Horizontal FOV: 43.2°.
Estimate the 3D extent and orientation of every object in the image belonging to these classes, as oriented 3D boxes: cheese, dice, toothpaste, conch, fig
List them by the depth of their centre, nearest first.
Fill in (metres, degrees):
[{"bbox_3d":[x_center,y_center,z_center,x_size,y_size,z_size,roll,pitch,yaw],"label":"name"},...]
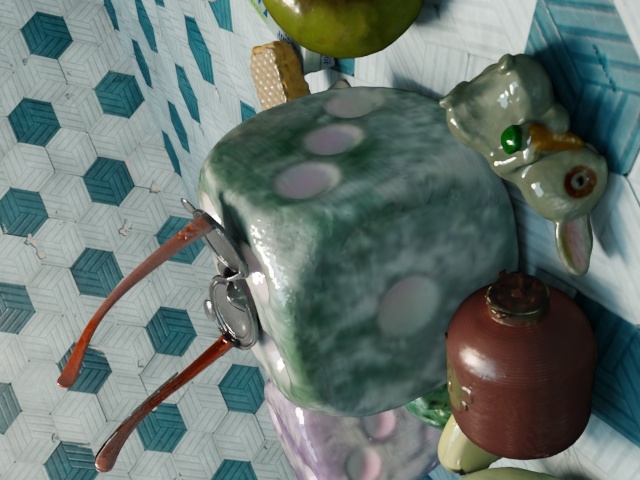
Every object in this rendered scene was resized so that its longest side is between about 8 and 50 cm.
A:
[{"bbox_3d":[0.027,-0.316,0.978,0.225,0.203,0.203,49,-165,-81],"label":"fig"},{"bbox_3d":[0.040,0.002,1.092,0.348,0.328,0.330,44,151,52],"label":"dice"},{"bbox_3d":[0.245,0.219,1.127,0.050,0.127,0.255,-123,37,-50],"label":"cheese"},{"bbox_3d":[0.184,0.203,1.238,0.196,0.134,0.202,59,170,-4],"label":"conch"},{"bbox_3d":[-0.078,-0.418,1.371,0.336,0.067,0.081,57,159,30],"label":"toothpaste"},{"bbox_3d":[0.064,0.335,1.532,0.271,0.270,0.270,66,163,4],"label":"dice"}]

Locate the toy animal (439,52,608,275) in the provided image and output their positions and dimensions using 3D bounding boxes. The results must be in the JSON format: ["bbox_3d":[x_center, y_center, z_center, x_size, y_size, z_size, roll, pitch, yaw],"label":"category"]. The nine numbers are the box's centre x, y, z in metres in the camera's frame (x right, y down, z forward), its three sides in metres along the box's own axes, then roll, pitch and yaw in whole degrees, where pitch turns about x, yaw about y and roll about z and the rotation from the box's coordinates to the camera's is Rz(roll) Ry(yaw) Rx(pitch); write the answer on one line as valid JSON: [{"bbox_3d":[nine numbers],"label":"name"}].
[{"bbox_3d":[0.233,-0.088,0.830,0.236,0.138,0.108,46,123,-6],"label":"toy animal"}]

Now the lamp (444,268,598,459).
[{"bbox_3d":[0.237,0.153,0.965,0.180,0.180,0.258,47,154,48],"label":"lamp"}]

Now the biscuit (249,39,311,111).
[{"bbox_3d":[-0.034,-0.141,1.342,0.094,0.054,0.379,7,117,56],"label":"biscuit"}]

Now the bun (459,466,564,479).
[{"bbox_3d":[0.301,0.444,1.121,0.293,0.187,0.293,16,111,45],"label":"bun"}]

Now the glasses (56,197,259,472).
[{"bbox_3d":[-0.196,0.105,0.942,0.118,0.268,0.234,35,146,29],"label":"glasses"}]

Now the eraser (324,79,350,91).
[{"bbox_3d":[-0.006,-0.128,1.427,0.089,0.061,0.352,58,150,25],"label":"eraser"}]
